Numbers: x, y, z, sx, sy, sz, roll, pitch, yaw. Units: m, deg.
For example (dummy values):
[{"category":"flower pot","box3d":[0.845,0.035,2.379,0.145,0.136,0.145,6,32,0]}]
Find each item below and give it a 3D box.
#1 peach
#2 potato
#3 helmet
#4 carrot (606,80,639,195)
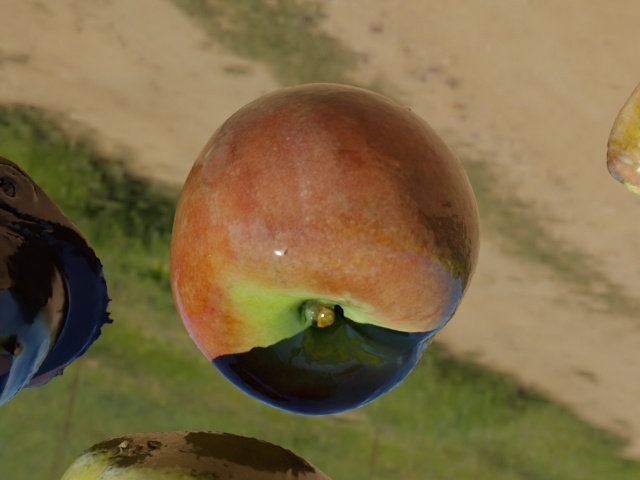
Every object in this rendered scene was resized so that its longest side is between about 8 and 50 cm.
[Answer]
[{"category":"peach","box3d":[0.000,0.000,1.314,0.252,0.252,0.252,8,167,2]},{"category":"potato","box3d":[-0.064,0.211,1.188,0.251,0.159,0.174,29,178,-30]},{"category":"helmet","box3d":[-0.314,0.049,1.258,0.305,0.177,0.225,24,120,-6]},{"category":"carrot","box3d":[0.182,-0.103,0.734,0.047,0.191,0.047,30,-179,-1]}]
